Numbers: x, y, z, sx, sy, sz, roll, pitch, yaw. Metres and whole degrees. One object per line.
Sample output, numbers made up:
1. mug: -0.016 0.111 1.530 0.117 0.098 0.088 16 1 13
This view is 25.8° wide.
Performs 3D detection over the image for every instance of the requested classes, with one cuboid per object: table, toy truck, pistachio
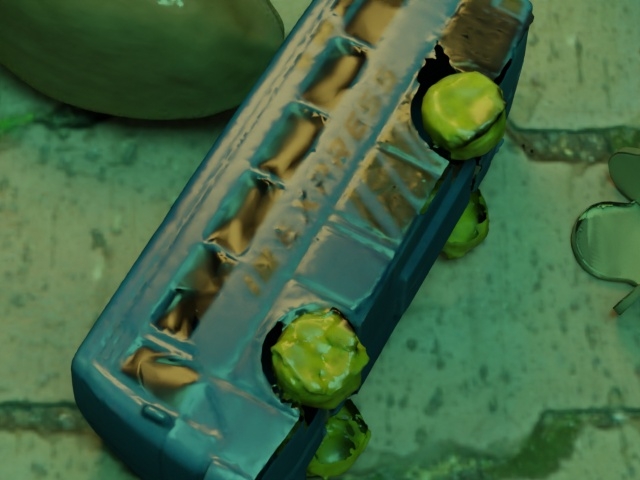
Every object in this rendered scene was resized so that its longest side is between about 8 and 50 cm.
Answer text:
1. table: 0.276 -0.027 0.911 0.167 0.198 0.166 3 69 -9
2. toy truck: 0.000 0.000 0.884 0.162 0.161 0.385 26 67 13
3. pistachio: -0.132 -0.161 0.938 0.223 0.126 0.152 14 103 -7
